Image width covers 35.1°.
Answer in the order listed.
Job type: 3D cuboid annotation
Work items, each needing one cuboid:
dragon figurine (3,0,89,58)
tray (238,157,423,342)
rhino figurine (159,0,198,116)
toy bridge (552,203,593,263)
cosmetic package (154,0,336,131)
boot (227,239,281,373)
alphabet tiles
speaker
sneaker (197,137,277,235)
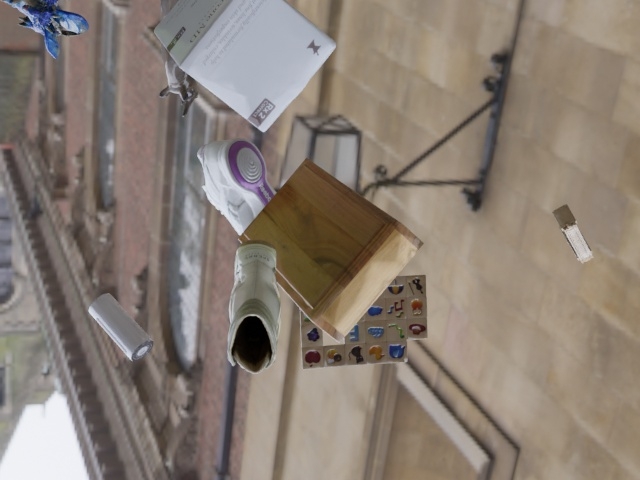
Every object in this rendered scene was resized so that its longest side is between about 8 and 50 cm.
[{"bbox_3d":[-0.463,-0.378,1.760,0.144,0.085,0.289,43,173,18],"label":"dragon figurine"},{"bbox_3d":[0.000,0.000,1.727,0.076,0.203,0.411,40,-179,-28],"label":"tray"},{"bbox_3d":[-0.230,-0.326,1.702,0.073,0.243,0.106,12,-157,16],"label":"rhino figurine"},{"bbox_3d":[0.375,0.000,1.482,0.063,0.026,0.188,65,-167,20],"label":"toy bridge"},{"bbox_3d":[-0.104,-0.268,1.343,0.151,0.151,0.183,35,-171,-30],"label":"cosmetic package"},{"bbox_3d":[-0.092,0.128,1.407,0.077,0.213,0.165,1,-141,-3],"label":"boot"},{"bbox_3d":[0.079,0.126,1.822,0.237,0.198,0.009,-2,-178,-14],"label":"alphabet tiles"},{"bbox_3d":[-0.379,0.163,1.925,0.136,0.055,0.055,44,-143,20],"label":"speaker"},{"bbox_3d":[-0.151,-0.079,2.066,0.152,0.305,0.114,6,-142,43],"label":"sneaker"}]
